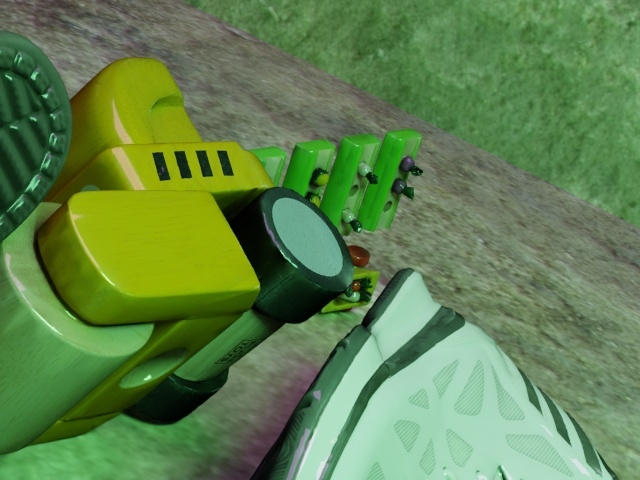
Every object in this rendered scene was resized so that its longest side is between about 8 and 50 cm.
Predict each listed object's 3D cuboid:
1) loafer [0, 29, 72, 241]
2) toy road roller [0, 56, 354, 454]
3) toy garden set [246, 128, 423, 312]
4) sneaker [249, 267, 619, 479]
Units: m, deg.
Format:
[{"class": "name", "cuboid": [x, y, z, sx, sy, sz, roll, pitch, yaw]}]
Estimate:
[{"class": "loafer", "cuboid": [-0.314, -0.022, 0.782, 0.366, 0.134, 0.130, -31, 34, -26]}, {"class": "toy road roller", "cuboid": [-0.161, -0.002, 0.992, 0.329, 0.202, 0.240, -7, 61, -57]}, {"class": "toy garden set", "cuboid": [0.000, 0.000, 1.357, 0.049, 0.203, 0.244, 36, 31, 32]}, {"class": "sneaker", "cuboid": [0.096, 0.182, 0.977, 0.257, 0.169, 0.447, 34, 26, 5]}]
